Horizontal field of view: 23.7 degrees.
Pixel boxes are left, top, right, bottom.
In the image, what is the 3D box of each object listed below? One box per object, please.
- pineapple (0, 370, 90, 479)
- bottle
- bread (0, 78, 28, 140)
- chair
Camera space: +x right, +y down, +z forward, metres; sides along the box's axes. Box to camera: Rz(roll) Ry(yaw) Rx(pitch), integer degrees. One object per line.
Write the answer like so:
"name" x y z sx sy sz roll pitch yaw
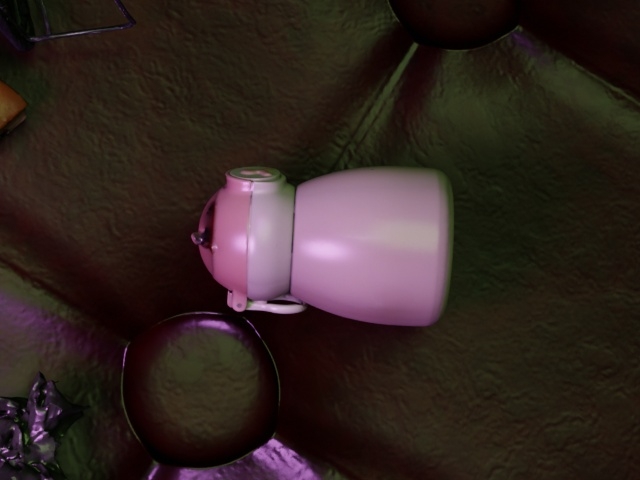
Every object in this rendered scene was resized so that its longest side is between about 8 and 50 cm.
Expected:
"pineapple" -0.273 0.227 1.320 0.119 0.111 0.237 36 58 -32
"bottle" 0.000 0.000 1.411 0.236 0.147 0.148 4 74 -1
"bread" -0.386 -0.167 1.433 0.226 0.049 0.088 41 72 4
"chair" -0.308 -0.248 1.421 0.221 0.145 0.140 -19 71 4
